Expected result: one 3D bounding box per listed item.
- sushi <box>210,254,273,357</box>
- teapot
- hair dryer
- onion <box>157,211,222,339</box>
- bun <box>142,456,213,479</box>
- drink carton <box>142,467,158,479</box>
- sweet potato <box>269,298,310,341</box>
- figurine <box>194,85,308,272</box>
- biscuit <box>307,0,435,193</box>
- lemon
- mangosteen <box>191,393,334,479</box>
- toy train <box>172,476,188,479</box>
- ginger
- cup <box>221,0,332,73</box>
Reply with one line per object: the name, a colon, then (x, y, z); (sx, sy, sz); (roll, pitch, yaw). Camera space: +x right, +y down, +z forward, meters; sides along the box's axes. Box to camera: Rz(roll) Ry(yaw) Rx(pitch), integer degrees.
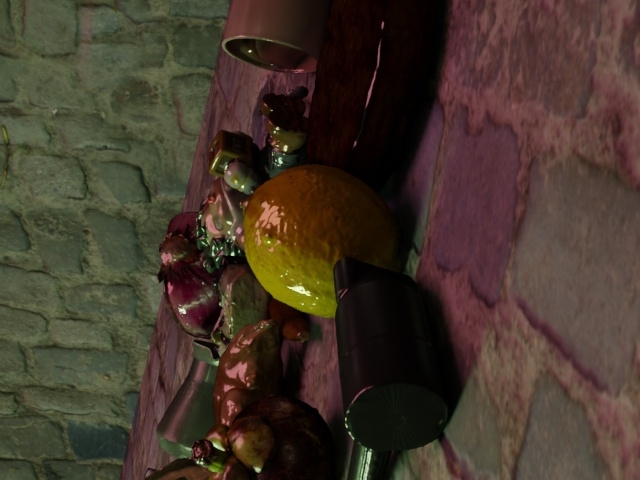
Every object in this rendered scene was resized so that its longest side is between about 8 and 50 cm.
sushi: (-0.136, 0.174, 2.060); (0.109, 0.134, 0.273); (-137, 58, -66)
teapot: (-0.215, 0.320, 2.243); (0.203, 0.171, 0.225); (19, -92, -74)
hair dryer: (0.060, 0.190, 1.344); (0.244, 0.116, 0.302); (-94, 13, -53)
onion: (-0.207, 0.096, 2.374); (0.349, 0.159, 0.267); (63, -158, -52)
bun: (-0.195, 0.478, 1.820); (0.259, 0.259, 0.152); (-95, 11, -46)
drink carton: (-0.285, 0.583, 2.236); (0.131, 0.106, 0.315); (-67, 27, 6)
sweet potato: (-0.051, 0.135, 1.896); (0.264, 0.057, 0.057); (-135, 56, -72)
figurine: (-0.134, -0.094, 2.115); (0.261, 0.186, 0.382); (-88, 16, -49)
biscuit: (0.070, -0.243, 1.622); (0.407, 0.091, 0.408); (-171, 90, -77)
lemon: (0.000, 0.000, 1.468); (0.192, 0.231, 0.192); (-62, -6, -11)
mangosteen: (-0.087, 0.310, 1.574); (0.192, 0.217, 0.192); (-37, 46, 51)
toy train: (-0.165, 0.497, 1.626); (0.194, 0.298, 0.120); (-42, -24, 6)
ginger: (-0.123, 0.241, 1.900); (0.219, 0.123, 0.270); (-85, -4, -49)
cup: (-0.063, -0.434, 2.150); (0.253, 0.191, 0.200); (35, -115, -69)
